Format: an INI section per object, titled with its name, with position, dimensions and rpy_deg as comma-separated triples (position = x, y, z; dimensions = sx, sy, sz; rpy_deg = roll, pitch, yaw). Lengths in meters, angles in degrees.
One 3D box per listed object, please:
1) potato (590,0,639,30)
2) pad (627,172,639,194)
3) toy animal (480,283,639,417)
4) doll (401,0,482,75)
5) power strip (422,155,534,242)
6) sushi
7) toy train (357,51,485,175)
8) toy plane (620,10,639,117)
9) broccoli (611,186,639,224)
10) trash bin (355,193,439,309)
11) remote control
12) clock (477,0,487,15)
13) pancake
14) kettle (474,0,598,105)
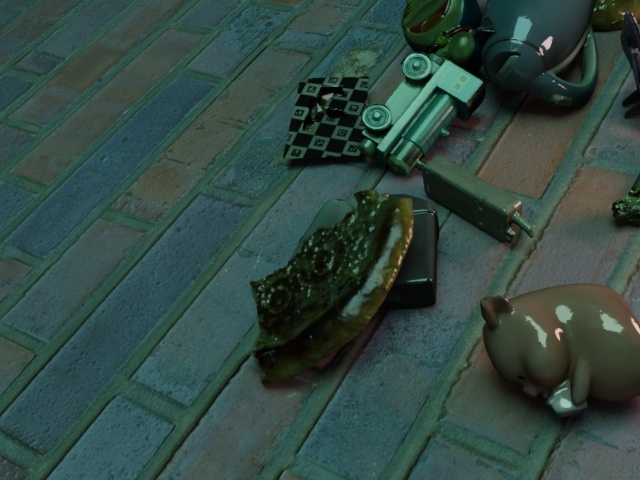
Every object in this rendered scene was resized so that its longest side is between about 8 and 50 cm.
[potato]
position = 0.751, -0.618, 2.084
dimensions = 0.200, 0.081, 0.164
rpy_deg = -30, 46, -17
[pad]
position = 0.759, -0.113, 1.637
dimensions = 0.233, 0.022, 0.174
rpy_deg = 19, 54, 30
[toy animal]
position = 0.405, 0.181, 1.348
dimensions = 0.256, 0.195, 0.213
rpy_deg = -10, 70, 7
[doll]
position = 0.310, -0.520, 2.037
dimensions = 0.198, 0.186, 0.322
rpy_deg = -28, 57, 32
[power strip]
position = 0.326, -0.075, 1.664
dimensions = 0.053, 0.093, 0.288
rpy_deg = -35, 49, -22
[sushi]
position = 0.020, -0.290, 1.983
dimensions = 0.192, 0.043, 0.279
rpy_deg = -1, 53, 9
[toy train]
position = 0.222, -0.285, 1.849
dimensions = 0.194, 0.120, 0.298
rpy_deg = 35, 78, 16
[toy plane]
position = 0.690, -0.381, 1.741
dimensions = 0.088, 0.267, 0.212
rpy_deg = -7, 45, 16
[broccoli]
position = 0.626, -0.067, 1.584
dimensions = 0.097, 0.095, 0.092
rpy_deg = 28, 16, 0
[trash bin]
position = 0.149, 0.019, 1.619
dimensions = 0.176, 0.101, 0.236
rpy_deg = -4, 48, 9
[remote control]
position = 0.001, 0.001, 1.711
dimensions = 0.097, 0.045, 0.256
rpy_deg = 7, 47, 20
[clock]
position = 0.374, -0.689, 2.203
dimensions = 0.254, 0.189, 0.189
rpy_deg = 33, 61, 22
[pancake]
position = 0.014, 0.068, 1.536
dimensions = 0.427, 0.067, 0.305
rpy_deg = -41, 41, 8
[kettle]
position = 0.518, -0.463, 1.902
dimensions = 0.319, 0.247, 0.342
rpy_deg = 30, 54, -4
